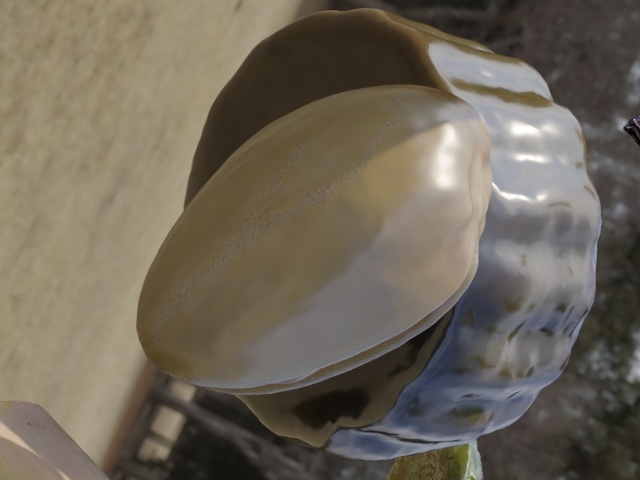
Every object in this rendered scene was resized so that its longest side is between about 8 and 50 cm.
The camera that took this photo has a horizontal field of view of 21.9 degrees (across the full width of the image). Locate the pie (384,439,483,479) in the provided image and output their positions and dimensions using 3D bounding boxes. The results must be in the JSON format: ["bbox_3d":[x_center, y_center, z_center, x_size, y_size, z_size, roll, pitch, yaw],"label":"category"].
[{"bbox_3d":[0.098,0.302,1.600,0.323,0.070,0.323,-164,-90,-81],"label":"pie"}]

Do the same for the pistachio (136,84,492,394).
[{"bbox_3d":[0.000,0.000,0.890,0.215,0.144,0.144,-32,-176,5],"label":"pistachio"}]

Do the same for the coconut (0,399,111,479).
[{"bbox_3d":[-0.202,0.171,1.009,0.147,0.152,0.147,-35,147,-27],"label":"coconut"}]

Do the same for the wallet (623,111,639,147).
[{"bbox_3d":[0.324,-0.090,1.298,0.166,0.111,0.030,-37,173,-29],"label":"wallet"}]

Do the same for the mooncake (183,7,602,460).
[{"bbox_3d":[0.049,-0.002,1.085,0.290,0.161,0.290,-7,-100,48],"label":"mooncake"}]
